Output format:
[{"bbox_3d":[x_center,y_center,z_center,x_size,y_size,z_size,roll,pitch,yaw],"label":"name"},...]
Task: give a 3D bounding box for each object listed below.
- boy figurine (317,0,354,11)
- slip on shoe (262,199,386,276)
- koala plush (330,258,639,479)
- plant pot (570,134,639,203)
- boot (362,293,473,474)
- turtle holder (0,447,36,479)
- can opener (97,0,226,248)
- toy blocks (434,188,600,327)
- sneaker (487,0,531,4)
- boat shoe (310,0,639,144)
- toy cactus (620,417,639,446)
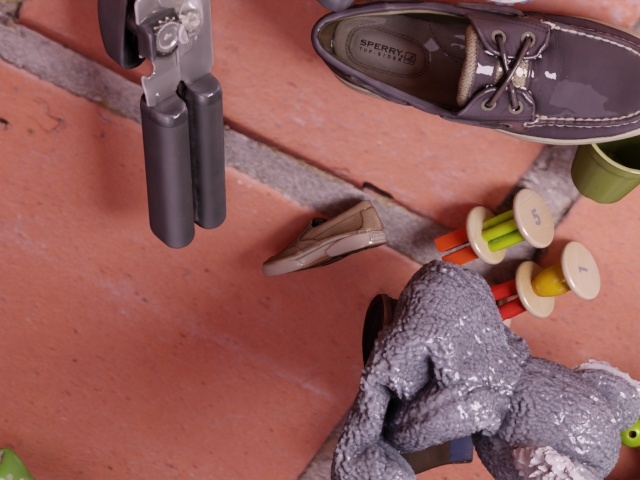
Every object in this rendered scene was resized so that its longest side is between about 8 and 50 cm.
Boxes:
[{"bbox_3d":[0.081,-0.277,1.404,0.177,0.092,0.285,40,136,-15],"label":"boy figurine"},{"bbox_3d":[0.000,0.000,1.737,0.135,0.051,0.041,-20,84,43],"label":"slip on shoe"},{"bbox_3d":[0.153,0.140,1.627,0.221,0.196,0.203,24,124,14],"label":"koala plush"},{"bbox_3d":[0.236,-0.070,1.562,0.083,0.083,0.079,23,149,-2],"label":"plant pot"},{"bbox_3d":[0.093,0.134,1.824,0.106,0.082,0.219,-4,130,-6],"label":"boot"},{"bbox_3d":[-0.345,0.405,2.113,0.227,0.243,0.320,21,148,25],"label":"turtle holder"},{"bbox_3d":[-0.133,-0.123,1.660,0.095,0.076,0.283,37,145,31],"label":"can opener"},{"bbox_3d":[0.149,0.026,1.695,0.148,0.054,0.123,-24,121,37],"label":"toy blocks"},{"bbox_3d":[0.173,-0.219,1.461,0.135,0.052,0.058,-13,116,22],"label":"sneaker"},{"bbox_3d":[0.126,-0.131,1.492,0.285,0.092,0.103,13,100,20],"label":"boat shoe"},{"bbox_3d":[0.316,0.165,1.754,0.219,0.112,0.180,1,151,16],"label":"toy cactus"}]
